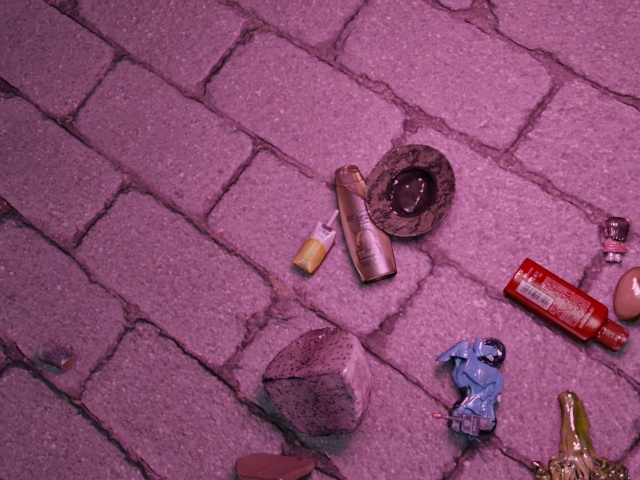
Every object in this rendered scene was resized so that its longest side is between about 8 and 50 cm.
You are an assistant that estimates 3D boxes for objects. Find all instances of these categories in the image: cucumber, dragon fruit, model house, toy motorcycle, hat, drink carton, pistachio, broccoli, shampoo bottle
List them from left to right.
[{"bbox_3d":[-0.820,0.362,1.654,0.112,0.064,0.064,18,82,11],"label":"cucumber"},{"bbox_3d":[-0.131,0.687,1.430,0.230,0.122,0.188,-3,83,14],"label":"model house"},{"bbox_3d":[0.000,0.000,1.566,0.084,0.074,0.199,32,85,14],"label":"drink carton"},{"bbox_3d":[0.022,0.378,1.427,0.283,0.204,0.221,-16,108,32],"label":"dragon fruit"},{"bbox_3d":[0.124,-0.053,1.550,0.126,0.084,0.349,-16,75,6],"label":"shampoo bottle"},{"bbox_3d":[0.262,-0.135,1.518,0.266,0.128,0.265,-1,86,17],"label":"hat"},{"bbox_3d":[0.387,0.381,1.396,0.182,0.123,0.271,10,80,2],"label":"toy motorcycle"},{"bbox_3d":[0.651,0.175,1.409,0.314,0.076,0.118,34,85,15],"label":"shampoo bottle"},{"bbox_3d":[0.627,0.538,1.333,0.198,0.177,0.274,-49,39,32],"label":"broccoli"},{"bbox_3d":[0.817,0.140,1.376,0.113,0.113,0.149,28,92,15],"label":"pistachio"}]

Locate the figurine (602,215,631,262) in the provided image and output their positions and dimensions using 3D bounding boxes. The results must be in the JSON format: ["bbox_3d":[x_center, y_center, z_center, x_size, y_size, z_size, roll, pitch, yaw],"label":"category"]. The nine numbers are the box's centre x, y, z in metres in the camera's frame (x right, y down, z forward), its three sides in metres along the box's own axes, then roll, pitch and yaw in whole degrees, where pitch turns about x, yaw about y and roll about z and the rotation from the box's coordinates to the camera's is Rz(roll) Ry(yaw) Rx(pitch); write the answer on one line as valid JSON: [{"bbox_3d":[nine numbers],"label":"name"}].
[{"bbox_3d":[0.801,-0.004,1.430,0.072,0.054,0.129,5,82,7],"label":"figurine"}]
